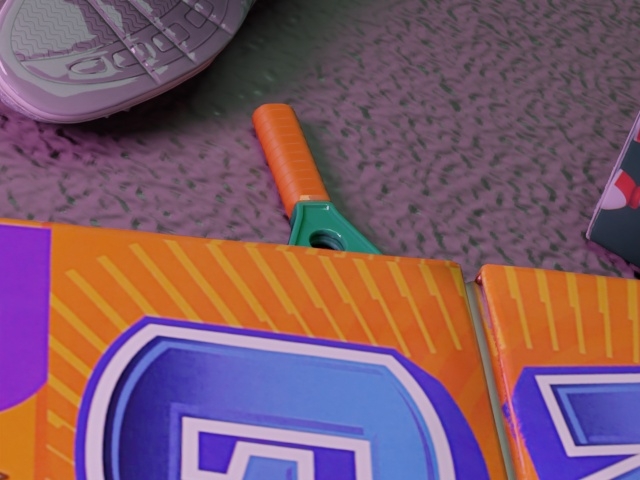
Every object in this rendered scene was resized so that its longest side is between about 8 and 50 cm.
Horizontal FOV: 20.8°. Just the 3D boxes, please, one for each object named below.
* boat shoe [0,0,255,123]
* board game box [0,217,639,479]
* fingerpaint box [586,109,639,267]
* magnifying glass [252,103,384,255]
[{"bbox_3d":[-0.105,-0.162,1.141,0.118,0.103,0.320,42,48,-2],"label":"boat shoe"},{"bbox_3d":[0.022,0.253,0.516,0.356,0.356,0.356,6,42,-13],"label":"board game box"},{"bbox_3d":[0.447,-0.066,1.176,0.371,0.163,0.445,30,42,15],"label":"fingerpaint box"},{"bbox_3d":[0.000,0.000,1.046,0.092,0.026,0.231,-1,46,-21],"label":"magnifying glass"}]
